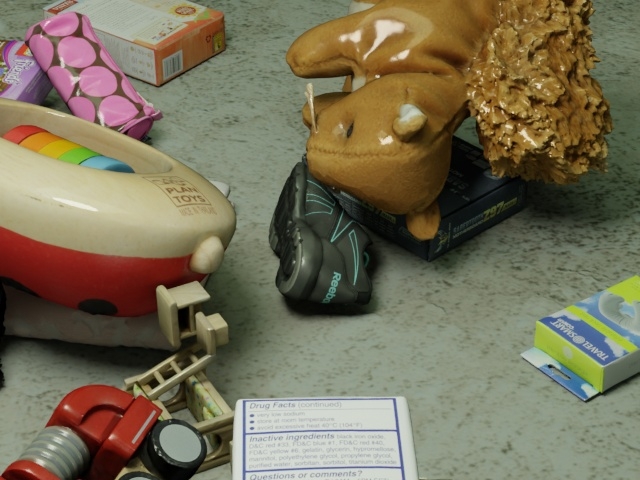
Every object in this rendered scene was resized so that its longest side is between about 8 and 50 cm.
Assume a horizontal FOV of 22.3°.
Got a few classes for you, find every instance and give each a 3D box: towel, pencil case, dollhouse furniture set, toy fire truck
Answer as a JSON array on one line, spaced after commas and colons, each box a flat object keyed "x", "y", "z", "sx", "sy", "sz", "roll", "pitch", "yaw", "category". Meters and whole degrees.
[{"x": -0.293, "y": 0.015, "z": 1.949, "sx": 0.332, "sy": 0.053, "sz": 0.317, "roll": 5, "pitch": 34, "yaw": 10, "category": "towel"}, {"x": -0.306, "y": -0.217, "z": 2.187, "sx": 0.098, "sy": 0.095, "sz": 0.209, "roll": -37, "pitch": 79, "yaw": 3, "category": "pencil case"}, {"x": -0.128, "y": 0.158, "z": 1.626, "sx": 0.101, "sy": 0.161, "sz": 0.182, "roll": -17, "pitch": 36, "yaw": -23, "category": "dollhouse furniture set"}, {"x": -0.267, "y": 0.221, "z": 1.512, "sx": 0.246, "sy": 0.158, "sz": 0.217, "roll": 34, "pitch": 39, "yaw": -1, "category": "toy fire truck"}]

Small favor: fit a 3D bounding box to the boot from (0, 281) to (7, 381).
[{"x": -0.453, "y": 0.058, "z": 1.796, "sx": 0.207, "sy": 0.094, "sz": 0.246, "roll": -6, "pitch": 63, "yaw": -7, "category": "boot"}]

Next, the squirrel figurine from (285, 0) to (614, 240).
[{"x": 0.155, "y": -0.184, "z": 1.943, "sx": 0.397, "sy": 0.281, "sz": 0.370, "roll": 3, "pitch": 39, "yaw": 7, "category": "squirrel figurine"}]

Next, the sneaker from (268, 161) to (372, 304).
[{"x": 0.000, "y": 0.000, "z": 1.949, "sx": 0.106, "sy": 0.101, "sz": 0.267, "roll": 16, "pitch": 30, "yaw": -14, "category": "sneaker"}]

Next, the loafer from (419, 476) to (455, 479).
[{"x": 0.094, "y": 0.270, "z": 1.534, "sx": 0.251, "sy": 0.094, "sz": 0.087, "roll": 14, "pitch": 10, "yaw": 5, "category": "loafer"}]

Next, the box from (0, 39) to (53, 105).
[{"x": -0.493, "y": -0.186, "z": 2.185, "sx": 0.201, "sy": 0.057, "sz": 0.293, "roll": 6, "pitch": 33, "yaw": 9, "category": "box"}]

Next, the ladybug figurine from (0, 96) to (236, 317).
[{"x": -0.288, "y": -0.035, "z": 1.787, "sx": 0.449, "sy": 0.162, "sz": 0.305, "roll": 24, "pitch": 17, "yaw": 35, "category": "ladybug figurine"}]

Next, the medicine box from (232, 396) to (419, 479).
[{"x": 0.007, "y": 0.312, "z": 1.296, "sx": 0.149, "sy": 0.263, "sz": 0.289, "roll": -1, "pitch": 34, "yaw": -1, "category": "medicine box"}]

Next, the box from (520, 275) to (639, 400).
[{"x": 0.323, "y": 0.105, "z": 1.804, "sx": 0.178, "sy": 0.042, "sz": 0.109, "roll": -22, "pitch": 38, "yaw": -30, "category": "box"}]

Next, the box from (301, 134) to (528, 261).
[{"x": 0.118, "y": -0.076, "z": 2.067, "sx": 0.183, "sy": 0.059, "sz": 0.233, "roll": -28, "pitch": 42, "yaw": -34, "category": "box"}]

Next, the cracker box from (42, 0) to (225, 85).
[{"x": -0.279, "y": -0.317, "z": 2.436, "sx": 0.232, "sy": 0.067, "sz": 0.156, "roll": 23, "pitch": 40, "yaw": 30, "category": "cracker box"}]
